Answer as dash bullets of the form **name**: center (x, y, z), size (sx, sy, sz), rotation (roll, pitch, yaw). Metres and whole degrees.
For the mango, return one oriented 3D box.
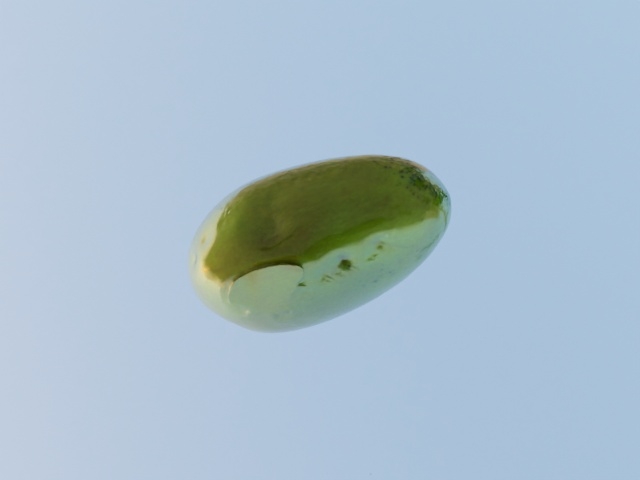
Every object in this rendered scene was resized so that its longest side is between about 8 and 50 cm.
- **mango**: center (0.000, 0.000, 0.378), size (0.108, 0.073, 0.056), rotation (-22, -125, 21)
